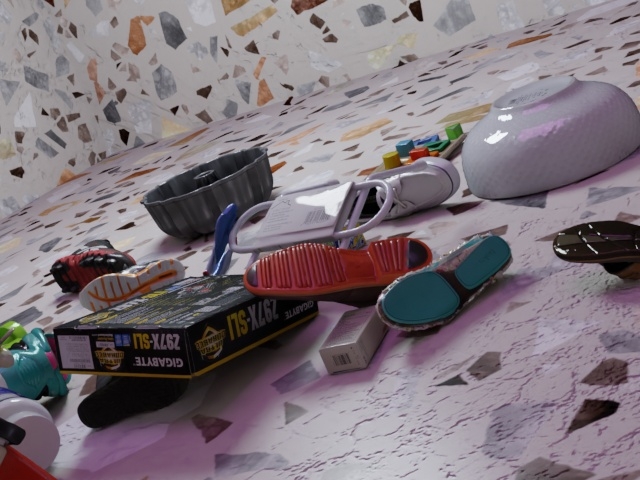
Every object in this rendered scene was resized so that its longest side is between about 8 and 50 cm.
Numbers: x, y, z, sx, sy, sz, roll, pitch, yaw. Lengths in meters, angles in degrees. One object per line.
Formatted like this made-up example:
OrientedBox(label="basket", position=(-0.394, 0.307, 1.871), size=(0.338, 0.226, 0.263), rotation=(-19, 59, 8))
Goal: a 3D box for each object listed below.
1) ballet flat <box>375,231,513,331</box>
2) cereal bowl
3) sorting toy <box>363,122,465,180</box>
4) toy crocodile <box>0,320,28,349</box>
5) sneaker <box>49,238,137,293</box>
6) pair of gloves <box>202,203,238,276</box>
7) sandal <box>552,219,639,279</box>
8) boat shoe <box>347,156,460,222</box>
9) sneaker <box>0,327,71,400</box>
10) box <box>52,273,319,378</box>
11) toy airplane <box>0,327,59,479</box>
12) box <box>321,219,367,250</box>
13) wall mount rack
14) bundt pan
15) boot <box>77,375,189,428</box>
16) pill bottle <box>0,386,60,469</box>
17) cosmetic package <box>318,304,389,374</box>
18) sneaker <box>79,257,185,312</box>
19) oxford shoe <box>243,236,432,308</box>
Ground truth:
OrientedBox(label="ballet flat", position=(0.171, 0.069, 1.413), size=(0.241, 0.091, 0.077), rotation=(-25, -15, -26))
OrientedBox(label="cereal bowl", position=(0.411, -0.208, 1.858), size=(0.339, 0.141, 0.339), rotation=(-20, 17, 6))
OrientedBox(label="sorting toy", position=(0.203, -0.190, 2.239), size=(0.196, 0.047, 0.348), rotation=(-11, 19, 34))
OrientedBox(label="toy crocodile", position=(-0.636, 0.233, 1.900), size=(0.341, 0.105, 0.115), rotation=(-14, 16, 40))
OrientedBox(label="sneaker", position=(-0.486, 0.050, 2.274), size=(0.276, 0.097, 0.135), rotation=(-8, 24, 45))
OrientedBox(label="pair of gloves", position=(-0.180, 0.028, 1.799), size=(0.023, 0.198, 0.159), rotation=(16, 60, 6))
OrientedBox(label="sandal", position=(0.407, 0.017, 1.288), size=(0.219, 0.060, 0.090), rotation=(-2, 28, 16))
OrientedBox(label="boat shoe", position=(0.140, -0.085, 1.900), size=(0.268, 0.096, 0.088), rotation=(-8, 25, 44))
OrientedBox(label="sneaker", position=(-0.517, 0.226, 1.703), size=(0.178, 0.123, 0.295), rotation=(-24, 5, -36))
OrientedBox(label="box", position=(-0.193, 0.121, 1.528), size=(0.257, 0.079, 0.322), rotation=(-5, 9, 33))
OrientedBox(label="toy airplane", position=(-0.549, 0.247, 1.270), size=(0.386, 0.384, 0.272), rotation=(-21, -16, -14))
OrientedBox(label="box", position=(0.000, 0.000, 1.875), size=(0.169, 0.054, 0.059), rotation=(-5, 23, 47))
OrientedBox(label="wall mount rack", position=(0.022, -0.043, 1.721), size=(0.350, 0.130, 0.304), rotation=(-8, 45, 40))
OrientedBox(label="bundt pan", position=(-0.257, -0.105, 2.434), size=(0.331, 0.124, 0.331), rotation=(-20, 17, 6))
OrientedBox(label="boot", position=(-0.277, 0.203, 1.572), size=(0.190, 0.076, 0.208), rotation=(-18, 9, 8))
OrientedBox(label="pill bottle", position=(-0.445, 0.276, 1.454), size=(0.112, 0.112, 0.187), rotation=(-31, 19, -30))
OrientedBox(label="cosmetic package", position=(0.047, 0.135, 1.391), size=(0.060, 0.041, 0.115), rotation=(-14, 17, 27))
OrientedBox(label="sneaker", position=(-0.380, 0.091, 2.047), size=(0.215, 0.084, 0.083), rotation=(-16, 12, -15))
OrientedBox(label="oxford shoe", position=(0.026, 0.066, 1.466), size=(0.271, 0.098, 0.097), rotation=(-3, 45, -2))
